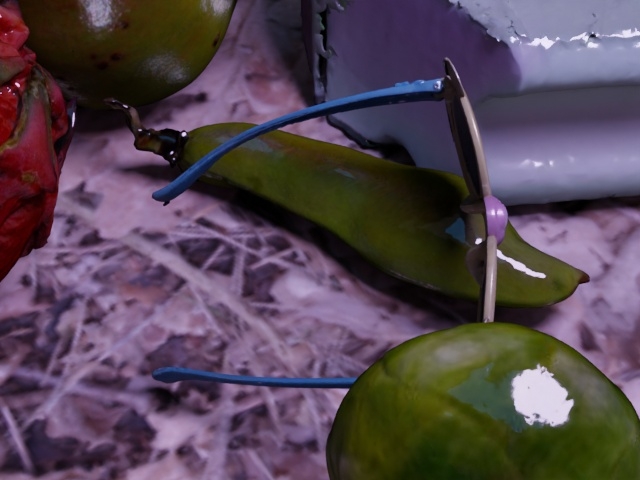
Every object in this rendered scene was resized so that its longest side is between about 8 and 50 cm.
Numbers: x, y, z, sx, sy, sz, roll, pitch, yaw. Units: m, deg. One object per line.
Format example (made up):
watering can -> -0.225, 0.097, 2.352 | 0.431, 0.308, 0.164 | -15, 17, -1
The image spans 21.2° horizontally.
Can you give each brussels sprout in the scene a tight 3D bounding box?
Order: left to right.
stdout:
brussels sprout -> 0.089, 0.128, 0.884 | 0.162, 0.180, 0.143 | -14, 44, -2

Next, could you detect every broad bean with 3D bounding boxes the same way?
broad bean -> 0.017, -0.025, 1.092 | 0.325, 0.067, 0.075 | 19, 29, 18

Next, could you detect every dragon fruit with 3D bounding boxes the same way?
dragon fruit -> -0.262, -0.029, 1.000 | 0.234, 0.293, 0.234 | 20, 10, -4

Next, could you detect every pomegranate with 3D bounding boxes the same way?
pomegranate -> -0.120, -0.175, 1.116 | 0.246, 0.198, 0.198 | 21, 52, 23

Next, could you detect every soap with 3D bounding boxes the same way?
soap -> 0.214, -0.164, 1.151 | 0.446, 0.156, 0.261 | -4, 50, -4

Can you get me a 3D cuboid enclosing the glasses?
glasses -> 0.010, 0.009, 1.023 | 0.221, 0.088, 0.189 | -13, 69, 24
